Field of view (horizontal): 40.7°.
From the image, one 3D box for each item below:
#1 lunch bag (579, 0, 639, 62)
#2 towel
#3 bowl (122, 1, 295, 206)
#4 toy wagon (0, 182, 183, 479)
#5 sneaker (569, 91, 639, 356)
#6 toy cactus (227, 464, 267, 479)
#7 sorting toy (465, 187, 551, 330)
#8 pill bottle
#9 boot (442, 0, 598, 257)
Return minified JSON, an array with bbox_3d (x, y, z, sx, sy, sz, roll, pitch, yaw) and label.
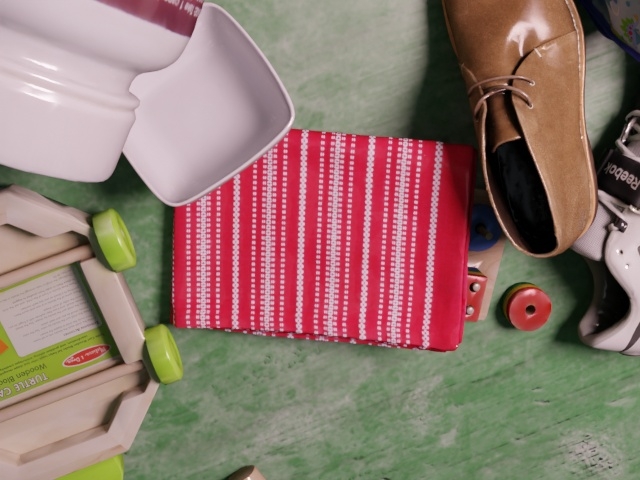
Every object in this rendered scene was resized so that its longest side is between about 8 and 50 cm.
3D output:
[{"bbox_3d":[0.298,-0.229,0.736,0.129,0.151,0.096,-28,134,1],"label":"lunch bag"},{"bbox_3d":[0.000,0.000,0.781,0.274,0.031,0.199,5,104,2],"label":"towel"},{"bbox_3d":[-0.103,-0.112,0.730,0.142,0.053,0.142,-36,82,3],"label":"bowl"},{"bbox_3d":[-0.265,0.129,0.787,0.267,0.068,0.344,-20,110,-3],"label":"toy wagon"},{"bbox_3d":[0.304,-0.038,0.805,0.146,0.122,0.331,-6,107,-10],"label":"sneaker"},{"bbox_3d":[-0.041,0.317,0.873,0.219,0.112,0.180,-28,100,8],"label":"toy cactus"},{"bbox_3d":[0.107,0.012,0.826,0.274,0.046,0.132,9,105,-12],"label":"sorting toy"},{"bbox_3d":[-0.168,-0.256,0.597,0.224,0.224,0.392,20,99,-15],"label":"pill bottle"},{"bbox_3d":[0.167,-0.132,0.733,0.112,0.115,0.305,-13,98,29],"label":"boot"}]
